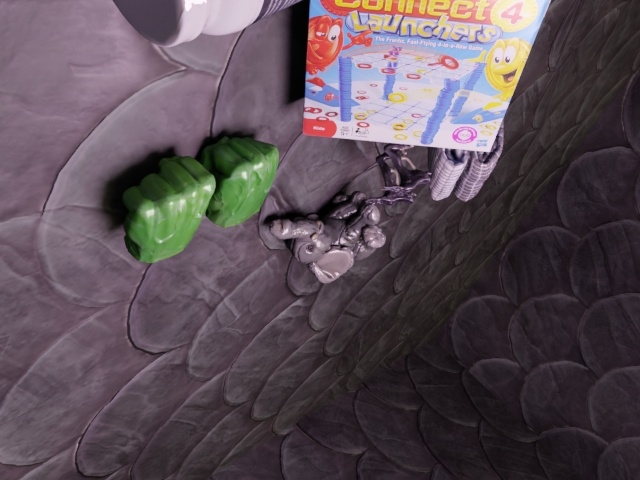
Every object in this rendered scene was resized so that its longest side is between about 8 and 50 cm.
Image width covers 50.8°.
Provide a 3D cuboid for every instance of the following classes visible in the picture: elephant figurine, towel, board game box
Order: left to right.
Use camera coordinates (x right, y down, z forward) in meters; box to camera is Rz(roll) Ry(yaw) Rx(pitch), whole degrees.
[{"bbox_3d":[0.000,0.000,1.406,0.240,0.185,0.169,-25,-166,-21],"label":"elephant figurine"},{"bbox_3d":[0.132,-0.271,0.970,0.302,0.309,0.086,95,0,-56],"label":"board game box"},{"bbox_3d":[0.261,-0.234,1.239,0.235,0.121,0.283,64,26,-78],"label":"towel"}]

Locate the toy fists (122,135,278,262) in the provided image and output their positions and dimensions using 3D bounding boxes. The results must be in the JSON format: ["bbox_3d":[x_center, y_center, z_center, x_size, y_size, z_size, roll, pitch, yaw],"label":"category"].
[{"bbox_3d":[-0.174,-0.077,1.006,0.279,0.096,0.142,-28,161,-41],"label":"toy fists"}]

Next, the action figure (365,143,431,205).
[{"bbox_3d":[0.124,-0.210,1.214,0.141,0.275,0.164,3,167,-15],"label":"action figure"}]

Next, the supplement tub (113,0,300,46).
[{"bbox_3d":[-0.069,-0.317,0.649,0.272,0.191,0.191,-35,155,-26],"label":"supplement tub"}]
